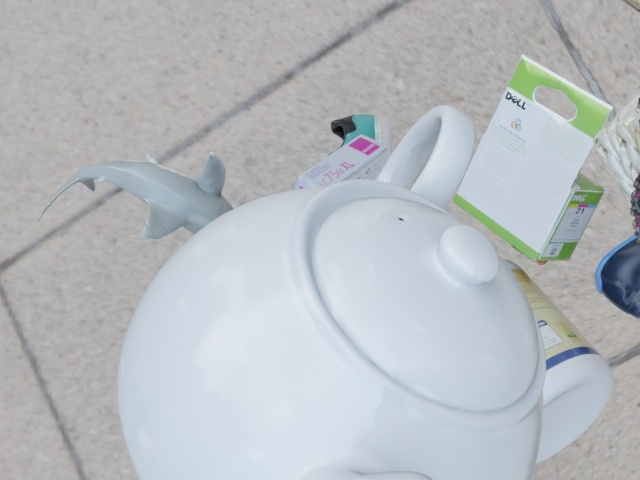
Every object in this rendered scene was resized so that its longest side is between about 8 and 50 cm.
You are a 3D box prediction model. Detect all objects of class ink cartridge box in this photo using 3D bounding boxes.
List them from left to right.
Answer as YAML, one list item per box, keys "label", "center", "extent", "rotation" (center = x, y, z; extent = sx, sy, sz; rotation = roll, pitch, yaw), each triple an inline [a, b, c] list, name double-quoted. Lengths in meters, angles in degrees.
- label: "ink cartridge box"
  center: [0.000, 0.000, 1.750]
  extent: [0.065, 0.185, 0.311]
  rotation: [30, 129, 20]
- label: "ink cartridge box"
  center: [0.340, -0.122, 1.680]
  extent: [0.189, 0.097, 0.255]
  rotation: [41, 117, 38]

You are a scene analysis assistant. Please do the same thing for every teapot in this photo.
- label: "teapot"
  center: [0.029, 0.056, 0.592]
  extent: [0.187, 0.252, 0.256]
  rotation: [-52, 60, 35]

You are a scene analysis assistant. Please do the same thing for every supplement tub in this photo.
- label: "supplement tub"
  center: [0.280, 0.171, 1.745]
  extent: [0.228, 0.228, 0.316]
  rotation: [-47, 53, 13]

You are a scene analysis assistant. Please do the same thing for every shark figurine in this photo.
- label: "shark figurine"
  center: [-0.223, -0.045, 1.396]
  extent: [0.278, 0.166, 0.116]
  rotation: [18, 54, 6]

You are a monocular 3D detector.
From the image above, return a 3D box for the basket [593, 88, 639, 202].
- label: "basket"
  center: [0.535, -0.099, 1.247]
  extent: [0.266, 0.328, 0.331]
  rotation: [-20, 107, 52]

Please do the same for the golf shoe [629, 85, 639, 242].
- label: "golf shoe"
  center: [0.343, -0.070, 1.039]
  extent: [0.067, 0.085, 0.186]
  rotation: [-144, 51, -62]

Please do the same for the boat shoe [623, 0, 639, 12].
- label: "boat shoe"
  center: [0.228, -0.170, 0.640]
  extent: [0.341, 0.110, 0.122]
  rotation: [27, 102, 16]

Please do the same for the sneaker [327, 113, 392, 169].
- label: "sneaker"
  center: [0.067, -0.092, 1.970]
  extent: [0.121, 0.108, 0.302]
  rotation: [1, 59, 2]

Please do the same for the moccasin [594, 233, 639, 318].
- label: "moccasin"
  center: [0.596, 0.006, 1.752]
  extent: [0.342, 0.138, 0.117]
  rotation: [-38, 57, 1]

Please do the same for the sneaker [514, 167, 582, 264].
- label: "sneaker"
  center: [0.369, -0.074, 1.837]
  extent: [0.087, 0.083, 0.221]
  rotation: [20, 75, -7]
